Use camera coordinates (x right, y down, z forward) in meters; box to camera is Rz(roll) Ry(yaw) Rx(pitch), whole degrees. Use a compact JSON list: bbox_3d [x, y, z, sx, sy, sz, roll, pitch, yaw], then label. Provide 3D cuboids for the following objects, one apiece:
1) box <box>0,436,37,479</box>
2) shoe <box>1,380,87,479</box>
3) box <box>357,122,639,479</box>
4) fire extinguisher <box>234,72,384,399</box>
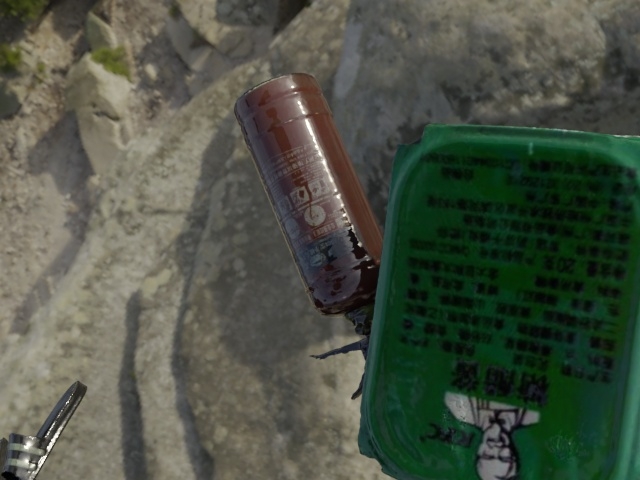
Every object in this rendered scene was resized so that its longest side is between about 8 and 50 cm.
[{"bbox_3d":[-0.500,0.486,1.266,0.251,0.204,0.345,-33,21,-8],"label":"box"},{"bbox_3d":[-0.349,0.238,1.082,0.071,0.049,0.179,-29,29,53],"label":"shoe"},{"bbox_3d":[0.185,0.069,0.817,0.264,0.106,0.336,9,93,33],"label":"box"},{"bbox_3d":[0.000,0.000,0.974,0.138,0.102,0.343,-28,78,32],"label":"fire extinguisher"}]
